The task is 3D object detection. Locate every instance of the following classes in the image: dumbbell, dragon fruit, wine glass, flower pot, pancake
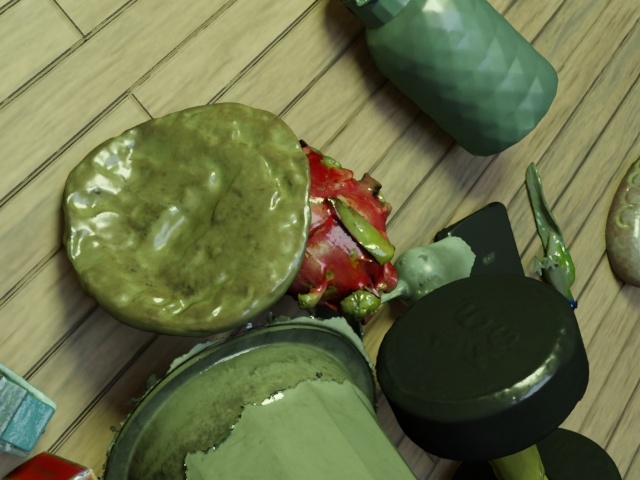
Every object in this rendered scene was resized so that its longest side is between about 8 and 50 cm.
[{"bbox_3d":[0.203,0.214,0.889,0.204,0.204,0.322,-46,126,-30],"label":"dumbbell"},{"bbox_3d":[0.000,0.000,0.814,0.172,0.166,0.160,36,98,9],"label":"dragon fruit"},{"bbox_3d":[0.092,0.057,0.942,0.195,0.079,0.079,-23,99,-34],"label":"wine glass"},{"bbox_3d":[-0.012,0.239,0.686,0.290,0.259,0.290,-16,124,-24],"label":"flower pot"},{"bbox_3d":[-0.112,-0.025,0.735,0.050,0.242,0.242,70,40,-63],"label":"pancake"}]

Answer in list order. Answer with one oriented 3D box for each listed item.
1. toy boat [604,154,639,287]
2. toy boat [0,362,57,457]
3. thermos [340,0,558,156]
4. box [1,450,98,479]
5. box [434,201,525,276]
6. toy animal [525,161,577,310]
[{"bbox_3d":[0.515,-0.030,1.256,0.155,0.085,0.227,45,62,-25],"label":"toy boat"},{"bbox_3d":[-0.290,0.120,0.669,0.173,0.059,0.069,39,64,-27],"label":"toy boat"},{"bbox_3d":[0.138,-0.242,0.975,0.286,0.145,0.182,37,33,-26],"label":"thermos"},{"bbox_3d":[-0.193,0.267,0.694,0.048,0.112,0.175,-29,104,-34],"label":"box"},{"bbox_3d":[0.207,0.025,1.064,0.126,0.027,0.125,-26,103,-36],"label":"box"},{"bbox_3d":[0.307,0.004,1.125,0.075,0.041,0.217,-29,101,-53],"label":"toy animal"}]
